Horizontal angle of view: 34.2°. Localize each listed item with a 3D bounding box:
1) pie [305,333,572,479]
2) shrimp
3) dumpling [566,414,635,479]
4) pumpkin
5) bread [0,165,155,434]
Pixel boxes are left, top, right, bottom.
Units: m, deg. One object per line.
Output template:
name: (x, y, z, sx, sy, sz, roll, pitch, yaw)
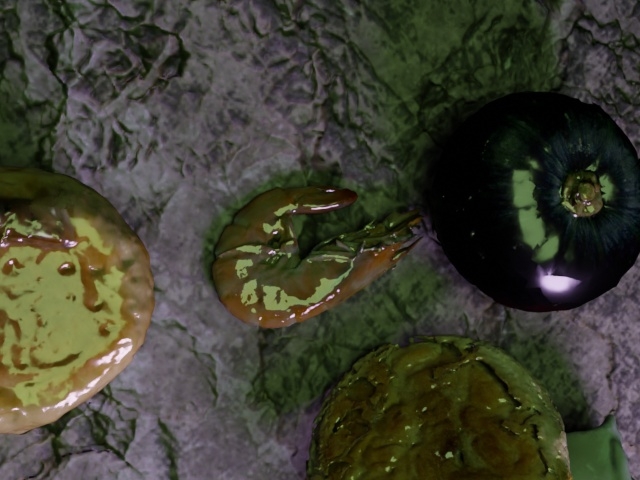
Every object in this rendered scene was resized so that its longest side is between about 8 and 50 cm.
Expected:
pie: (0.120, 0.212, 1.017, 0.274, 0.055, 0.274, -2, 56, 3)
shrimp: (-0.001, 0.001, 1.050, 0.236, 0.053, 0.133, -24, 82, -15)
dumpling: (0.226, 0.355, 1.069, 0.321, 0.212, 0.270, -18, 103, -9)
pumpkin: (0.223, -0.040, 1.067, 0.233, 0.163, 0.233, -1, 92, -23)
bread: (-0.273, 0.043, 0.893, 0.245, 0.134, 0.244, 0, 91, -24)
